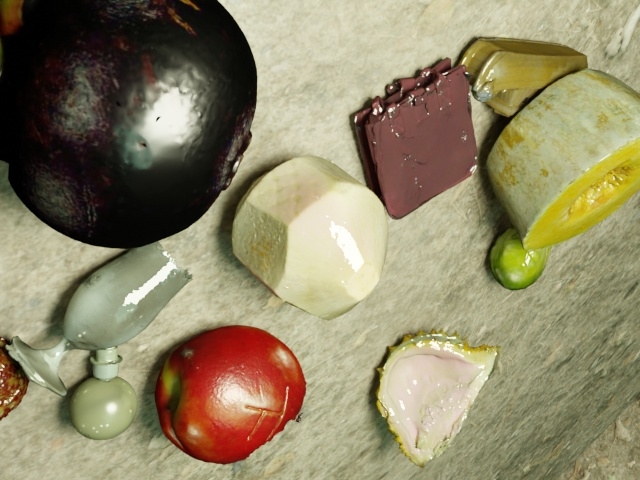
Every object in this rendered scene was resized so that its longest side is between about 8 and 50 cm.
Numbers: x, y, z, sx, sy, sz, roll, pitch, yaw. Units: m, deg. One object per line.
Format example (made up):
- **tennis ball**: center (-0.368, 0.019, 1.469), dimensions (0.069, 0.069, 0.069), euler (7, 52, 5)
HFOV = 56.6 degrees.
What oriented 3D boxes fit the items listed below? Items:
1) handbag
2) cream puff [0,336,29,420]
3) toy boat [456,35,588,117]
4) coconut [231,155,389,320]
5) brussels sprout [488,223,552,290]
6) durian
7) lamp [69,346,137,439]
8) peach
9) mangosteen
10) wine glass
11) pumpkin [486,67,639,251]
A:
- **handbag**: center (0.156, -0.163, 0.962), dimensions (0.203, 0.074, 0.216), euler (-35, 132, -17)
- **cream puff**: center (-0.426, 0.178, 0.707), dimensions (0.149, 0.084, 0.149), euler (-18, 126, -27)
- **toy boat**: center (0.361, -0.280, 1.040), dimensions (0.321, 0.089, 0.121), euler (-11, 129, -36)
- **coconut**: center (0.000, 0.000, 0.832), dimensions (0.197, 0.237, 0.237), euler (-48, 136, -5)
- **brussels sprout**: center (0.424, 0.034, 1.273), dimensions (0.155, 0.117, 0.155), euler (-18, 114, -49)
- **durian**: center (0.213, 0.292, 1.254), dimensions (0.196, 0.185, 0.305), euler (30, 104, -19)
- **lamp**: center (-0.300, 0.191, 0.827), dimensions (0.091, 0.091, 0.163), euler (-2, 101, -38)
- **peach**: center (-0.129, 0.234, 0.910), dimensions (0.226, 0.196, 0.190), euler (11, 143, -40)
- **mangosteen**: center (-0.216, -0.139, 0.577), dimensions (0.302, 0.275, 0.275), euler (25, 102, -11)
- **wine glass**: center (-0.274, 0.089, 0.758), dimensions (0.222, 0.103, 0.103), euler (-43, 135, -17)
- **pumpkin**: center (0.458, -0.149, 1.087), dimensions (0.332, 0.199, 0.332), euler (-23, 150, -14)
